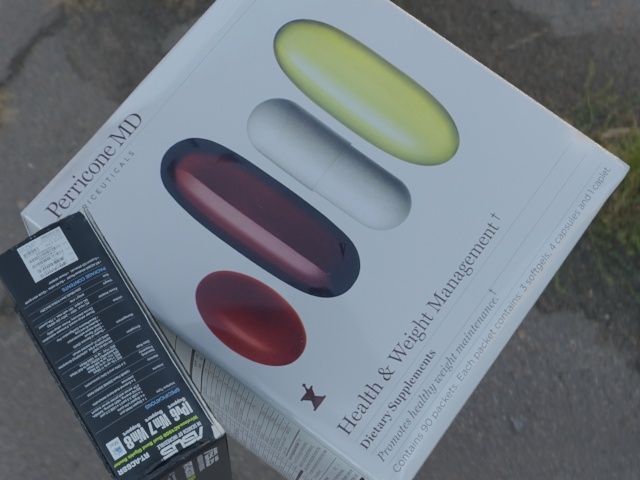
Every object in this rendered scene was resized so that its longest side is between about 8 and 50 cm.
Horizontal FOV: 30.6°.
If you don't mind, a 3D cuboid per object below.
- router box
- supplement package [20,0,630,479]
[{"bbox_3d":[-0.070,0.055,0.423,0.038,0.122,0.092,-31,72,-14],"label":"router box"},{"bbox_3d":[0.000,0.000,0.582,0.203,0.149,0.194,35,71,7],"label":"supplement package"}]
